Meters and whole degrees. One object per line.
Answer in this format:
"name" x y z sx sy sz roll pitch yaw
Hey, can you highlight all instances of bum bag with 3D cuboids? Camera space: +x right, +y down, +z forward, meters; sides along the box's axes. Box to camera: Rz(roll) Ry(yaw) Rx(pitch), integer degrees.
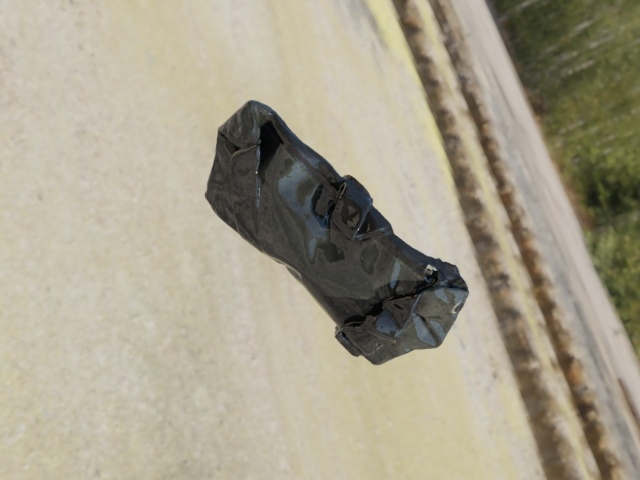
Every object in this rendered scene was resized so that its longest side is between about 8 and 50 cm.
"bum bag" 0.000 0.000 0.718 0.197 0.087 0.049 43 33 8
